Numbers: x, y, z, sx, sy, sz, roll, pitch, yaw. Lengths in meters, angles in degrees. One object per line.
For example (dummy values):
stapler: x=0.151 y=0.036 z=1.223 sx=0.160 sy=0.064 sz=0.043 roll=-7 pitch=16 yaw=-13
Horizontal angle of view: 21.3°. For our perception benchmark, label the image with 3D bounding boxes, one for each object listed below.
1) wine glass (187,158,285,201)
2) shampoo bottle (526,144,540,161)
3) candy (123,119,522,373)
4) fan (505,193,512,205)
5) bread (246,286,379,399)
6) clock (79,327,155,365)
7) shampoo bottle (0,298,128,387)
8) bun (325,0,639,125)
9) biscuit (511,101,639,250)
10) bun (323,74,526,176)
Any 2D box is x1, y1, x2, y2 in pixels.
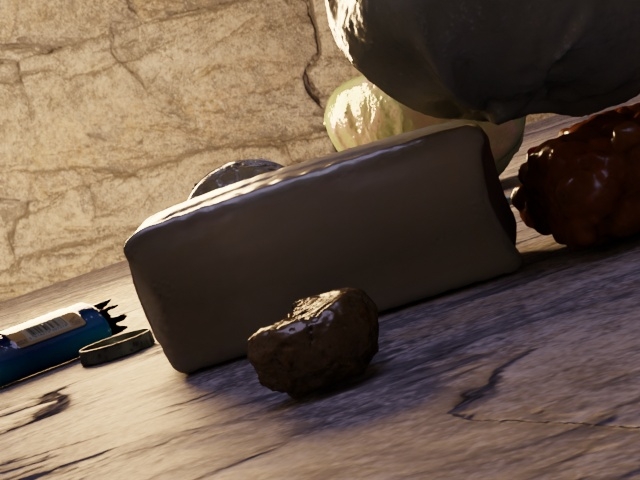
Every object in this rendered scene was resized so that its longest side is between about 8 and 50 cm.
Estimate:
wine glass: x=-0.083 y=0.000 z=1.857 sx=0.165 sy=0.164 sz=0.196 roll=-17 pitch=8 yaw=7
shampoo bottle: x=0.353 y=-0.095 z=1.770 sx=0.260 sy=0.064 sz=0.102 roll=-16 pitch=-31 yaw=23
candy: x=0.001 y=0.002 z=1.566 sx=0.359 sy=0.145 sz=0.208 roll=-18 pitch=6 yaw=3
fan: x=0.301 y=-0.068 z=2.069 sx=0.193 sy=0.016 sz=0.038 roll=-15 pitch=7 yaw=26
bread: x=0.004 y=0.072 z=1.207 sx=0.082 sy=0.060 sz=0.113 roll=-16 pitch=7 yaw=28
clock: x=-0.221 y=0.115 z=1.842 sx=0.085 sy=0.017 sz=0.085 roll=-17 pitch=5 yaw=1
shampoo bottle: x=-0.308 y=0.114 z=1.941 sx=0.183 sy=0.050 sz=0.087 roll=-21 pitch=27 yaw=-32
bun: x=0.170 y=-0.202 z=1.522 sx=0.355 sy=0.194 sz=0.354 roll=-3 pitch=7 yaw=0
biscuit: x=0.332 y=-0.084 z=1.536 sx=0.312 sy=0.110 sz=0.318 roll=-19 pitch=4 yaw=-2
bun: x=0.153 y=-0.133 z=2.459 sx=0.293 sy=0.187 sz=0.293 roll=3 pitch=-8 yaw=0
